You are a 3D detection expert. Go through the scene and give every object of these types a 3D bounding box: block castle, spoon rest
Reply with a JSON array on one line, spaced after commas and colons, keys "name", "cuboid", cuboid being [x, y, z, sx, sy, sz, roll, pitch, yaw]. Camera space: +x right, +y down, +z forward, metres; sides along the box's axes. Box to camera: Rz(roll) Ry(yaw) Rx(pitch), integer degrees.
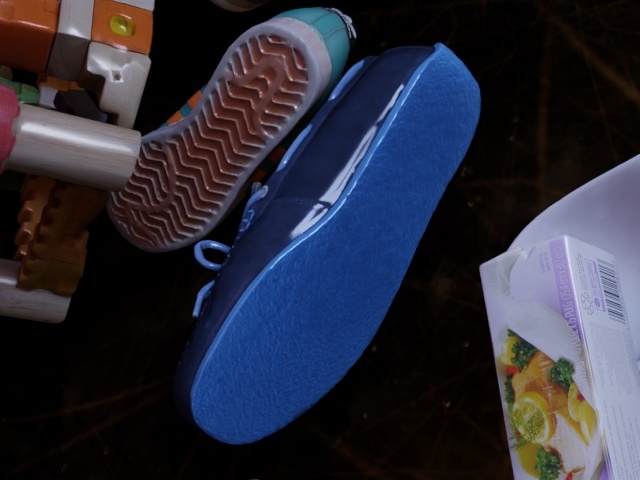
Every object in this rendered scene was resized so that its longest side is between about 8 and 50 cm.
[{"name": "block castle", "cuboid": [-0.301, -0.175, 1.050, 0.303, 0.213, 0.453, 127, 148, -46]}, {"name": "spoon rest", "cuboid": [0.215, -0.011, 0.684, 0.276, 0.084, 0.137, -42, 45, 14]}]

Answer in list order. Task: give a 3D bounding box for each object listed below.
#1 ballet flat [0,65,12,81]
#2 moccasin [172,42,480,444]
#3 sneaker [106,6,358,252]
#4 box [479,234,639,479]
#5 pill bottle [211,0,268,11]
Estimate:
[{"name": "ballet flat", "cuboid": [-0.419, -0.214, 1.361, 0.077, 0.091, 0.241, -26, 52, -1]}, {"name": "moccasin", "cuboid": [0.000, 0.000, 0.853, 0.117, 0.137, 0.342, 17, 64, 50]}, {"name": "sneaker", "cuboid": [-0.073, -0.093, 0.981, 0.302, 0.108, 0.121, -38, 1, 38]}, {"name": "box", "cuboid": [0.151, 0.158, 0.609, 0.063, 0.067, 0.324, -23, 64, 37]}, {"name": "pill bottle", "cuboid": [-0.004, -0.325, 1.008, 0.265, 0.153, 0.153, -21, 54, 32]}]
